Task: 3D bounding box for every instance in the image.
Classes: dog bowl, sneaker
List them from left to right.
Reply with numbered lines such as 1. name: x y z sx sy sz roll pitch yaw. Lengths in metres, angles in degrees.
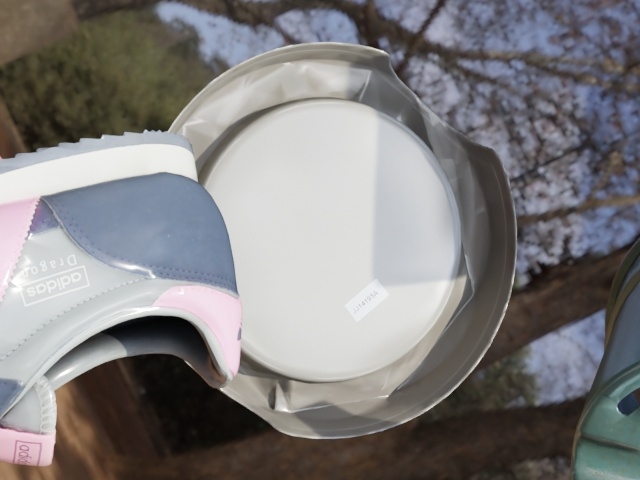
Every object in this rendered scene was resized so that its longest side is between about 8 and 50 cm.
1. sneaker: -0.183 0.053 0.572 0.131 0.319 0.112 66 -18 12
2. dog bowl: 0.000 0.000 1.157 0.349 0.348 0.102 66 -13 -8

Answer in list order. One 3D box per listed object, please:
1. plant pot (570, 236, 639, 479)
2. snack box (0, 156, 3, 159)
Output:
1. plant pot: 0.399 0.159 1.196 0.334 0.341 0.341 -37 105 -59
2. snack box: -0.391 -0.092 1.074 0.174 0.070 0.207 49 25 3
